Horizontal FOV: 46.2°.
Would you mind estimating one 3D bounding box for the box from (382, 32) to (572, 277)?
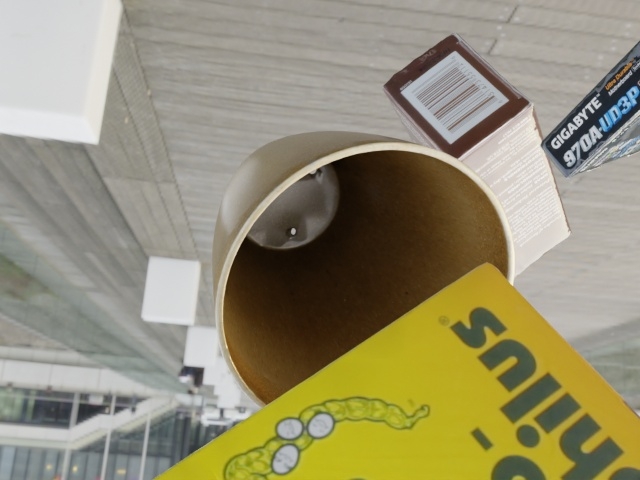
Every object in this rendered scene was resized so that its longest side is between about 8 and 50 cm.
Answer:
[{"bbox_3d":[0.255,-0.114,1.157,0.143,0.191,0.381,-36,145,3],"label":"box"}]

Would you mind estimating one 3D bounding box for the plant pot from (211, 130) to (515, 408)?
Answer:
[{"bbox_3d":[0.000,0.000,0.665,0.237,0.237,0.254,11,-164,-23],"label":"plant pot"}]

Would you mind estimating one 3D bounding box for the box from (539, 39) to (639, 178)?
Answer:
[{"bbox_3d":[0.341,-0.159,0.727,0.175,0.051,0.220,-20,158,-35],"label":"box"}]

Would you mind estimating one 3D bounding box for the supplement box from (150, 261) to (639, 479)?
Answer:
[{"bbox_3d":[0.050,0.213,0.422,0.195,0.194,0.356,-31,154,-21],"label":"supplement box"}]
